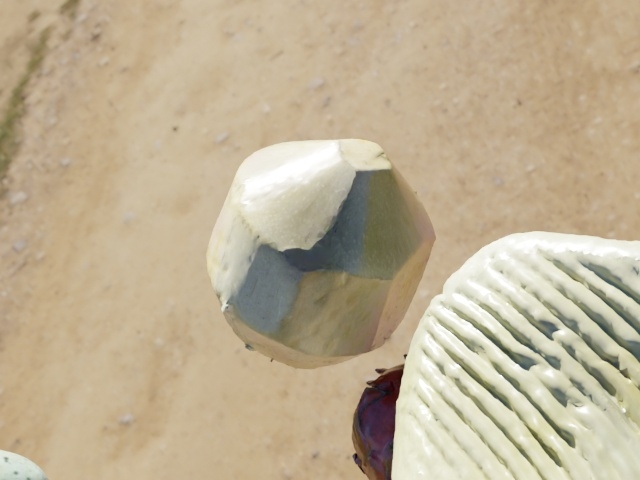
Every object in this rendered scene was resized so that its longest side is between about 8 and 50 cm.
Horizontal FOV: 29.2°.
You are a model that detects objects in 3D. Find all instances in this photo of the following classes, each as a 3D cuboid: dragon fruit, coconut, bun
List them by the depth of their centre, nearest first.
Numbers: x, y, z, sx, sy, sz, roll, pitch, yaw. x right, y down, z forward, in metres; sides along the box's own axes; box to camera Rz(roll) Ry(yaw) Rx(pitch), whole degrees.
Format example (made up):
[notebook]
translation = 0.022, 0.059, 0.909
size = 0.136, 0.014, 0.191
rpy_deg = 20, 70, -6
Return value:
[bun]
translation = 0.236, 0.156, 0.968
size = 0.352, 0.227, 0.349
rpy_deg = -44, 50, 12
[dragon fruit]
translation = 0.165, 0.292, 1.794
size = 0.252, 0.241, 0.241
rpy_deg = 9, 54, 51
[coconut]
translation = 0.000, 0.000, 1.815
size = 0.352, 0.352, 0.353
rpy_deg = -22, 38, 18

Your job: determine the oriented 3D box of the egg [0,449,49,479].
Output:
[egg]
translation = -0.300, 0.240, 1.042
size = 0.164, 0.131, 0.131
rpy_deg = -17, 39, 20
